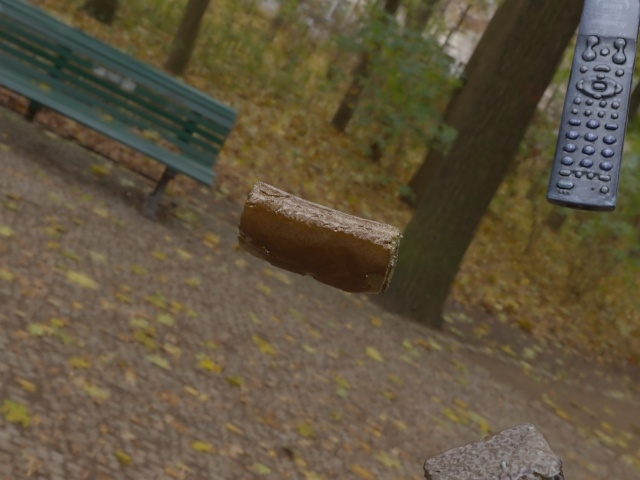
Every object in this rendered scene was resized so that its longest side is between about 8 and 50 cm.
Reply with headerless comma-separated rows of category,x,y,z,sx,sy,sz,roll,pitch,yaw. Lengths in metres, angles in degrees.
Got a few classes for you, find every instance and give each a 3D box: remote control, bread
remote control,0.180,-0.093,0.680,0.043,0.152,0.027,11,-13,9
bread,0.259,0.444,1.385,0.113,0.165,0.417,-116,-172,-63
bread,0.000,0.000,0.544,0.083,0.036,0.047,18,-27,4
